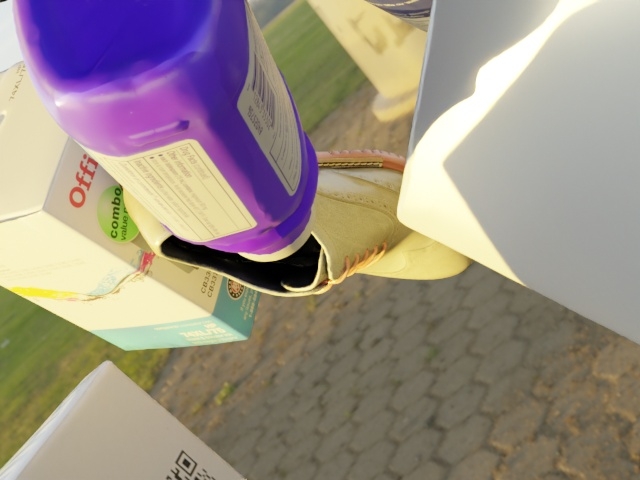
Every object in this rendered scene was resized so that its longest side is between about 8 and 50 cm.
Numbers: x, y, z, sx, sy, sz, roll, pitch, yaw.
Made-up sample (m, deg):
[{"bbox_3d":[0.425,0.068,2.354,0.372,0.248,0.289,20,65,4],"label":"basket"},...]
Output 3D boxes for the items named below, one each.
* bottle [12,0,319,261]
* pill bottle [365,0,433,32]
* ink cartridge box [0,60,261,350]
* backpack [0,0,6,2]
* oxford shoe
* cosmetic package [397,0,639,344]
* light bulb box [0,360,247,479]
[{"bbox_3d":[-0.058,-0.059,0.492,0.092,0.118,0.283,-16,-19,5],"label":"bottle"},{"bbox_3d":[0.089,-0.251,0.750,0.153,0.153,0.264,-34,-22,28],"label":"pill bottle"},{"bbox_3d":[-0.204,-0.035,0.940,0.197,0.270,0.198,-9,58,37],"label":"ink cartridge box"},{"bbox_3d":[-0.588,-0.647,1.614,0.356,0.273,0.290,113,171,-46],"label":"backpack"},{"bbox_3d":[0.000,0.000,0.852,0.140,0.396,0.147,-53,41,35],"label":"oxford shoe"},{"bbox_3d":[0.300,-0.160,0.600,0.393,0.329,0.327,-40,-32,-40],"label":"cosmetic package"},{"bbox_3d":[-0.087,0.315,0.399,0.225,0.361,0.358,-43,8,28],"label":"light bulb box"}]
